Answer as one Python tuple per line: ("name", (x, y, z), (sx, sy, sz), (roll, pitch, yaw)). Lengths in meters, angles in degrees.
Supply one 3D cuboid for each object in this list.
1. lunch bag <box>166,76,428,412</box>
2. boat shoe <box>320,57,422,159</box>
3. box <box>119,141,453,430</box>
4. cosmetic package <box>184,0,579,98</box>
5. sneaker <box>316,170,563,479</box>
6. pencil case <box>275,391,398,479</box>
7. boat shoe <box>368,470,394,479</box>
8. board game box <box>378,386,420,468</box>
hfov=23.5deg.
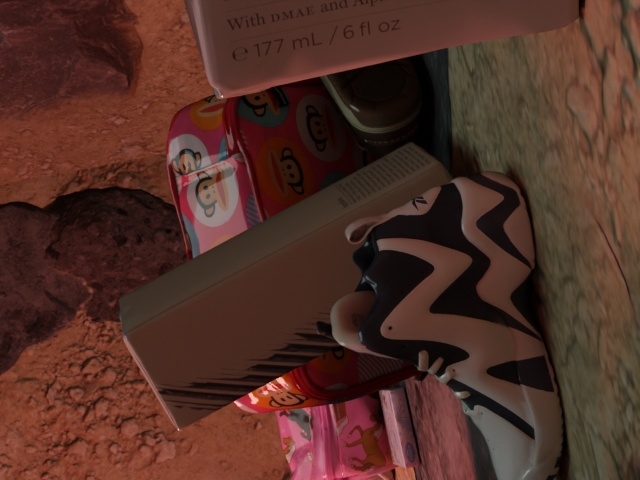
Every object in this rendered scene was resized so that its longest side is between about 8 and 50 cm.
("lunch bag", (0.000, 0.000, 1.392), (0.120, 0.258, 0.293), (-17, 85, 39))
("boat shoe", (0.025, -0.172, 1.359), (0.095, 0.095, 0.257), (71, -177, -52))
("box", (-0.016, 0.032, 1.201), (0.094, 0.275, 0.113), (62, 179, -15))
("cosmetic package", (0.008, -0.291, 0.782), (0.156, 0.217, 0.385), (-110, 9, -54))
("sneaker", (0.077, 0.078, 1.069), (0.094, 0.153, 0.235), (-118, 18, -71))
("pencil case", (-0.009, 0.117, 1.868), (0.160, 0.167, 0.386), (-13, 89, 48))
("boat shoe", (0.040, 0.329, 2.091), (0.118, 0.103, 0.320), (39, 176, -1))
("board game box", (0.090, 0.213, 1.764), (0.090, 0.020, 0.090), (139, 120, -83))
